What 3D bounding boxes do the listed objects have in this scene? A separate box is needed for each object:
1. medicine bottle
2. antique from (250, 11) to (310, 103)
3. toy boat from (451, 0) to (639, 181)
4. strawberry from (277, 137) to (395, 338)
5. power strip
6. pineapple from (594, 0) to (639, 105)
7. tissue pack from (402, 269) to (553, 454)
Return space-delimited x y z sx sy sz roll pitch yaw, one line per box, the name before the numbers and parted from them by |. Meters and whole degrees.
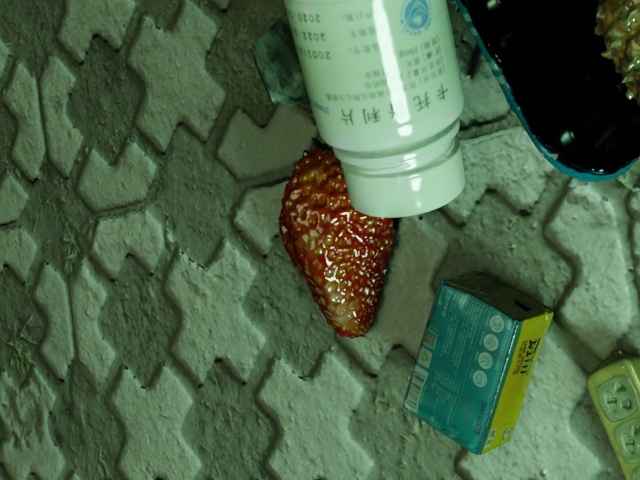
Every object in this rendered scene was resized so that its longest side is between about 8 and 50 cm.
medicine bottle | 0.065 -0.181 1.402 0.170 0.170 0.293 14 128 42
antique | 0.002 -0.239 1.563 0.183 0.088 0.086 -37 68 39
toy boat | 0.231 -0.185 1.351 0.092 0.134 0.299 113 136 -66
strawberry | 0.005 -0.003 1.573 0.175 0.107 0.236 -39 69 39
power strip | 0.347 0.250 1.302 0.064 0.044 0.305 -36 65 39
pineapple | 0.367 -0.127 1.197 0.158 0.158 0.279 -23 91 42
tissue pack | 0.176 0.133 1.440 0.120 0.082 0.169 29 113 37
